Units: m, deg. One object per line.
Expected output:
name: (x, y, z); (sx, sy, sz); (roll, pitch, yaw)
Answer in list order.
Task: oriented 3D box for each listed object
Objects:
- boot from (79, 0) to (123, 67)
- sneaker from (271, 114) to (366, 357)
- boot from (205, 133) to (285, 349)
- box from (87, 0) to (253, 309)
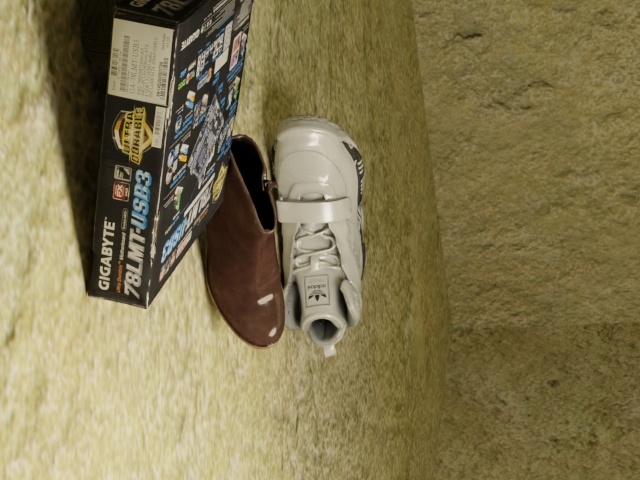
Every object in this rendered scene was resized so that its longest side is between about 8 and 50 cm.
boot: (-0.179, -0.295, 1.526); (0.269, 0.089, 0.236); (-41, 140, -74)
sneaker: (0.000, 0.000, 2.160); (0.210, 0.137, 0.366); (-85, 169, -46)
boot: (-0.087, 0.007, 1.715); (0.207, 0.090, 0.248); (152, -78, -76)
box: (-0.145, -0.124, 1.458); (0.295, 0.073, 0.293); (-62, 165, -63)
